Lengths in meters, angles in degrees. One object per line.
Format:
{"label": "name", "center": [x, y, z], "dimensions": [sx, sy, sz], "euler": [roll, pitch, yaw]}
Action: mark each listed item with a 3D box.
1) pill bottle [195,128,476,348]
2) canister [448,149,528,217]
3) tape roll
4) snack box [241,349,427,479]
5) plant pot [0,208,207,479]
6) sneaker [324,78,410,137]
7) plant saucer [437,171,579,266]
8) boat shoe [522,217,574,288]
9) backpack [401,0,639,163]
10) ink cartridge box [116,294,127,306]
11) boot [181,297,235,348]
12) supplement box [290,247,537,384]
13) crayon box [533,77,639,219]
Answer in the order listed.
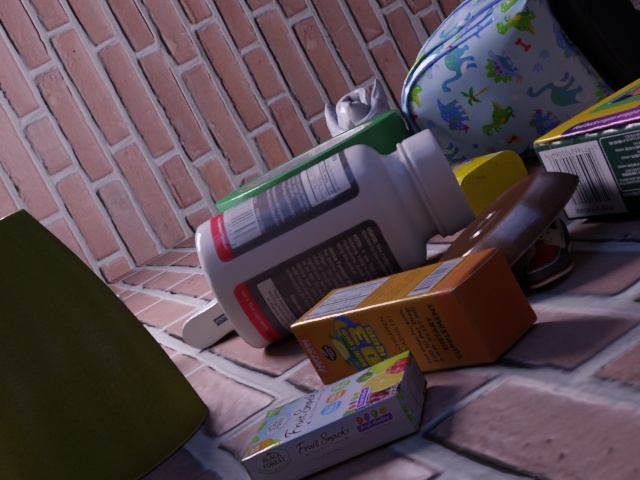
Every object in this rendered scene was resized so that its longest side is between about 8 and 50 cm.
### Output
{"label": "pill bottle", "center": [0.022, -0.010, 1.332], "dimensions": [0.318, 0.176, 0.176], "euler": [-27, 8, 7]}
{"label": "canister", "center": [0.194, -0.069, 1.508], "dimensions": [0.126, 0.073, 0.170], "euler": [-32, 10, -26]}
{"label": "tape roll", "center": [-0.006, -0.099, 1.682], "dimensions": [0.321, 0.077, 0.321], "euler": [-27, 6, 3]}
{"label": "snack box", "center": [0.014, 0.146, 0.878], "dimensions": [0.141, 0.037, 0.100], "euler": [-26, 7, 15]}
{"label": "plant pot", "center": [-0.314, 0.126, 1.173], "dimensions": [0.274, 0.294, 0.275], "euler": [-28, 8, 4]}
{"label": "sneaker", "center": [0.126, -0.208, 2.108], "dimensions": [0.137, 0.210, 0.366], "euler": [-24, 9, 21]}
{"label": "plant saucer", "center": [0.176, -0.006, 1.090], "dimensions": [0.198, 0.036, 0.198], "euler": [-46, 3, 3]}
{"label": "boat shoe", "center": [0.220, 0.007, 1.053], "dimensions": [0.049, 0.043, 0.137], "euler": [-22, 11, 24]}
{"label": "backpack", "center": [0.290, -0.258, 1.651], "dimensions": [0.355, 0.290, 0.273], "euler": [-18, 30, 43]}
{"label": "ink cartridge box", "center": [-0.401, 0.215, 1.492], "dimensions": [0.306, 0.131, 0.226], "euler": [-25, 8, 6]}
{"label": "boot", "center": [-0.112, 0.086, 1.550], "dimensions": [0.190, 0.069, 0.086], "euler": [-27, 11, 20]}
{"label": "supplement box", "center": [0.077, 0.075, 0.981], "dimensions": [0.080, 0.078, 0.233], "euler": [-37, 12, -36]}
{"label": "crayon box", "center": [0.438, -0.142, 1.050], "dimensions": [0.313, 0.106, 0.363], "euler": [-29, 9, -19]}
